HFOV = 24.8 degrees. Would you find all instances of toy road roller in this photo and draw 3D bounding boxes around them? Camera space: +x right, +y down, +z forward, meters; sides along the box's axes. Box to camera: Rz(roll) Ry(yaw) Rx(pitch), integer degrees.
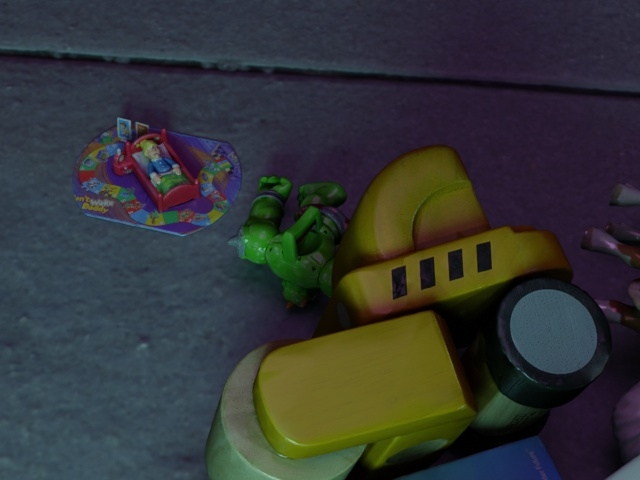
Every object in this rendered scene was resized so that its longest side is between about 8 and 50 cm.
[{"bbox_3d":[0.049,0.069,1.183,0.329,0.202,0.241,-15,69,-18],"label":"toy road roller"}]

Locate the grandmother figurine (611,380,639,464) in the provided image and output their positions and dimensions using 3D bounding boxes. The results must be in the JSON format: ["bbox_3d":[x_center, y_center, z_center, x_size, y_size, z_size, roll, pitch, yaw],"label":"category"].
[{"bbox_3d":[0.364,0.240,1.154,0.207,0.104,0.342,-22,56,-31],"label":"grandmother figurine"}]

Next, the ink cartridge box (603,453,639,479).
[{"bbox_3d":[0.165,0.252,0.956,0.219,0.160,0.092,-29,58,-25],"label":"ink cartridge box"}]

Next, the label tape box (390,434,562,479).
[{"bbox_3d":[0.057,0.309,1.074,0.333,0.106,0.241,-14,52,-14],"label":"label tape box"}]

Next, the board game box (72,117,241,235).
[{"bbox_3d":[-0.164,-0.072,1.444,0.168,0.033,0.133,12,50,9],"label":"board game box"}]

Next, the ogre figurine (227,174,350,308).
[{"bbox_3d":[0.000,0.000,1.349,0.197,0.097,0.118,39,46,14],"label":"ogre figurine"}]

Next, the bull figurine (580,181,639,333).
[{"bbox_3d":[0.322,0.036,1.278,0.188,0.101,0.310,21,24,16],"label":"bull figurine"}]
